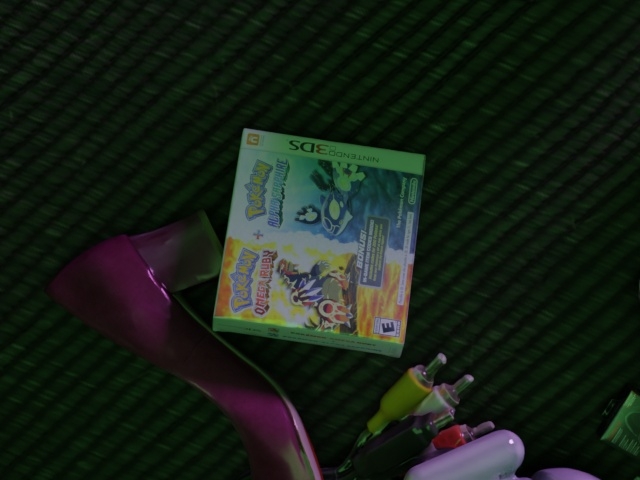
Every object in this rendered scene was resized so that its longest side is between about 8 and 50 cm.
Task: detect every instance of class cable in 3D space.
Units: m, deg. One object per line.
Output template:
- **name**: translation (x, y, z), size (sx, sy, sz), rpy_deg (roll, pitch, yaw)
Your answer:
- **cable**: translation (0.046, 0.234, 1.698), size (0.287, 0.072, 0.139), rpy_deg (-30, 107, 19)

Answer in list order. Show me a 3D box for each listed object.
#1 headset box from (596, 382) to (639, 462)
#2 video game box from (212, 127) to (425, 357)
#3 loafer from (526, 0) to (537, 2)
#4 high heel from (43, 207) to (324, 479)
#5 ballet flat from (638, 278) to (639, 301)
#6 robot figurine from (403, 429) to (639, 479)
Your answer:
- **headset box**: translation (0.328, 0.191, 1.679), size (0.083, 0.032, 0.062), rpy_deg (31, 99, -5)
- **video game box**: translation (0.000, 0.000, 1.602), size (0.187, 0.048, 0.205), rpy_deg (7, 68, 1)
- **loafer**: translation (0.214, -0.314, 1.592), size (0.061, 0.062, 0.170), rpy_deg (13, 104, -23)
- **high heel**: translation (-0.123, 0.165, 1.626), size (0.181, 0.127, 0.377), rpy_deg (-25, 76, -3)
- **ballet flat**: translation (0.384, 0.009, 1.612), size (0.139, 0.139, 0.400), rpy_deg (13, 96, 0)
- **robot figurine**: translation (0.179, 0.342, 1.602), size (0.353, 0.200, 0.300), rpy_deg (-15, 91, -15)
